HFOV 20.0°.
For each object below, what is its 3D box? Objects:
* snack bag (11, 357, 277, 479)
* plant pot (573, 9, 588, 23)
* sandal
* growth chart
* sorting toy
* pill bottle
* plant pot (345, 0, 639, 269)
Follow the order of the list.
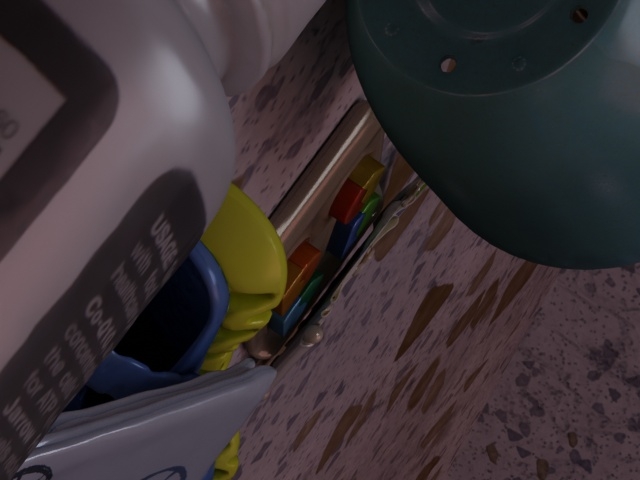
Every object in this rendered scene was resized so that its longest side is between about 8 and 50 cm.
[{"bbox_3d":[-0.212,0.201,1.000,0.342,0.037,0.323,-14,148,-51],"label":"snack bag"},{"bbox_3d":[0.232,-0.140,1.703,0.230,0.215,0.215,-50,173,36],"label":"plant pot"},{"bbox_3d":[-0.121,0.089,1.130,0.138,0.126,0.317,-32,151,-32],"label":"sandal"},{"bbox_3d":[0.023,0.034,1.622,0.237,0.021,0.172,-53,-179,-25],"label":"growth chart"},{"bbox_3d":[0.000,0.000,1.494,0.193,0.038,0.208,-54,166,-14],"label":"sorting toy"},{"bbox_3d":[-0.155,-0.011,0.547,0.361,0.204,0.204,-52,166,-18],"label":"pill bottle"},{"bbox_3d":[0.149,-0.147,1.198,0.293,0.293,0.235,-58,151,2],"label":"plant pot"}]
